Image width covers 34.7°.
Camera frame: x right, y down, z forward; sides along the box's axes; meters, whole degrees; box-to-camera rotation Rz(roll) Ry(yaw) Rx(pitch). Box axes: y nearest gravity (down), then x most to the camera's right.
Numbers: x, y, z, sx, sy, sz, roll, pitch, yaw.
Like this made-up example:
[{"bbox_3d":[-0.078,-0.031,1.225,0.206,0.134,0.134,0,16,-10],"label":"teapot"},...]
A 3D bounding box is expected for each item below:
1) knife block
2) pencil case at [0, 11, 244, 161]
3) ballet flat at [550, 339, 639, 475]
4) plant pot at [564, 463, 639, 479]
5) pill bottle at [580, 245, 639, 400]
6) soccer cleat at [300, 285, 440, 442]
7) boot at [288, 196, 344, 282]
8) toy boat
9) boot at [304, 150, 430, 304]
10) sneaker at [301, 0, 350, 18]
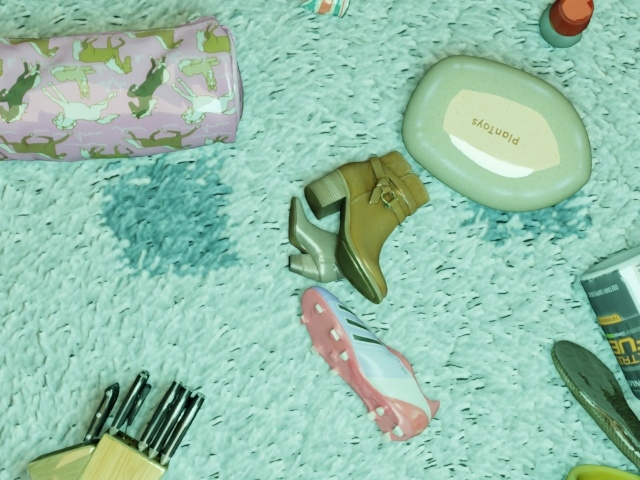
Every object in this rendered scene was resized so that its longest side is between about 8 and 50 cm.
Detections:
[{"bbox_3d":[-0.246,0.318,1.347,0.242,0.088,0.275,-15,87,-5],"label":"knife block"},{"bbox_3d":[-0.296,-0.196,1.346,0.386,0.160,0.167,-7,54,-5],"label":"pencil case"},{"bbox_3d":[0.400,0.243,1.401,0.084,0.058,0.250,-26,68,-42],"label":"ballet flat"},{"bbox_3d":[0.398,0.455,1.328,0.254,0.254,0.238,20,101,-3],"label":"plant pot"},{"bbox_3d":[0.464,0.134,1.398,0.131,0.130,0.245,-25,88,-6],"label":"pill bottle"},{"bbox_3d":[0.065,0.160,1.399,0.095,0.083,0.248,-32,84,-35],"label":"soccer cleat"},{"bbox_3d":[0.000,0.000,1.417,0.087,0.042,0.118,2,87,-11],"label":"boot"},{"bbox_3d":[0.279,-0.197,1.412,0.268,0.148,0.318,31,92,3],"label":"toy boat"},{"bbox_3d":[0.086,-0.024,1.393,0.152,0.073,0.197,-23,81,-21],"label":"boot"},{"bbox_3d":[0.005,-0.394,1.432,0.075,0.057,0.161,3,89,-10],"label":"sneaker"}]
